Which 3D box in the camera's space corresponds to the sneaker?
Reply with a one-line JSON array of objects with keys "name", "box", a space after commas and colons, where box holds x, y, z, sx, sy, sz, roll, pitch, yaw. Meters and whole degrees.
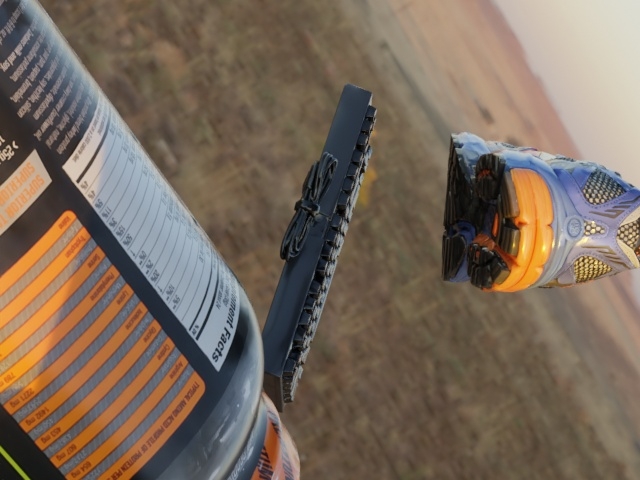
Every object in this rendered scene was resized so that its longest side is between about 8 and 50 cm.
[{"name": "sneaker", "box": [0.112, -0.009, 0.718, 0.221, 0.087, 0.083, -110, -155, -80]}]

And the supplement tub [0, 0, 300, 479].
[{"name": "supplement tub", "box": [-0.161, 0.013, 0.566, 0.338, 0.207, 0.207, 57, 10, -26]}]

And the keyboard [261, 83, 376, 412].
[{"name": "keyboard", "box": [0.000, 0.000, 0.790, 0.108, 0.023, 0.180, 78, 27, -65]}]
